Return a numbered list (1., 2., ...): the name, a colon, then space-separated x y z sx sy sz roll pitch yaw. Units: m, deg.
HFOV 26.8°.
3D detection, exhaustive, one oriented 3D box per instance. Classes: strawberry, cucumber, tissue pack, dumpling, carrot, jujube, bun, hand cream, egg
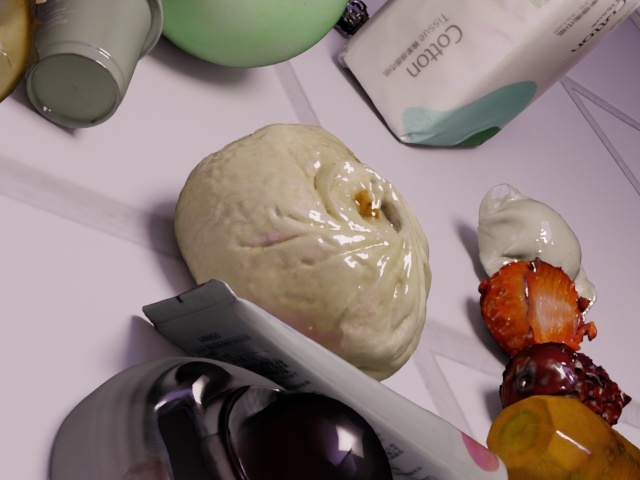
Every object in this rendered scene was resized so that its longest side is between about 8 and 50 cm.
1. strawberry: 0.232 0.086 1.463 0.188 0.082 0.121 13 65 -58
2. cucumber: -0.004 -0.341 1.817 0.181 0.053 0.053 39 23 -6
3. tissue pack: 0.233 -0.288 1.732 0.194 0.356 0.266 54 24 14
4. dumpling: 0.237 0.026 1.561 0.134 0.100 0.169 -45 119 -36
5. carrot: 0.277 0.245 1.221 0.302 0.114 0.114 37 24 -26
6. jujube: 0.235 0.156 1.326 0.166 0.104 0.104 33 23 -50
7. bun: 0.000 0.000 1.127 0.244 0.153 0.244 41 21 -19
8. hand cream: 0.025 0.131 1.008 0.340 0.124 0.078 38 61 -21
9. egg: -0.078 -0.288 1.383 0.220 0.220 0.269 49 22 10

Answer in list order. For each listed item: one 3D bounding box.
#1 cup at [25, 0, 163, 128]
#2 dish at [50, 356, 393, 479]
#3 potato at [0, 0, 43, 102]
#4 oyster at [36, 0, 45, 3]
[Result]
1. cup: -0.197 -0.169 1.134 0.120 0.120 0.141 33 33 -24
2. dish: -0.021 0.159 0.846 0.273 0.134 0.273 35 25 -19
3. potato: -0.323 -0.210 0.884 0.285 0.242 0.242 22 31 -28
4. oyster: -0.293 -0.300 1.135 0.237 0.115 0.351 -4 58 -17
